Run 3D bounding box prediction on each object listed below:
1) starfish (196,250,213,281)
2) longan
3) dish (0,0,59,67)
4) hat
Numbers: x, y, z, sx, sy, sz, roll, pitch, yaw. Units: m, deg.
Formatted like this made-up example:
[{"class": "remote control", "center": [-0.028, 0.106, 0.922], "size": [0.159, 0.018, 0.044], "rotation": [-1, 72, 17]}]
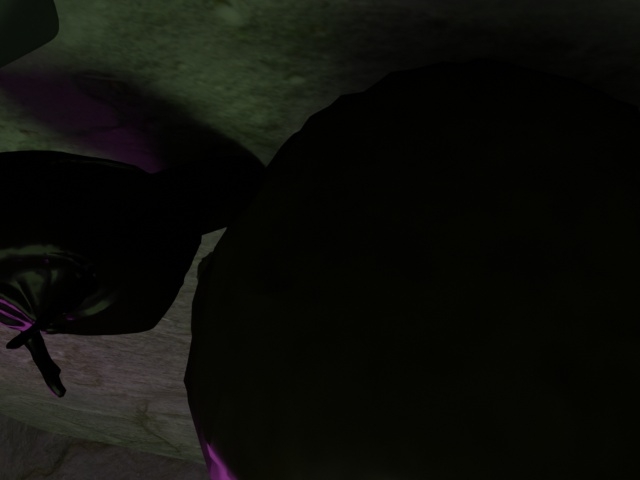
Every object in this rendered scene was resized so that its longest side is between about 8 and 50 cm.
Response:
[{"class": "starfish", "center": [0.000, -0.002, 0.879], "size": [0.238, 0.071, 0.216], "rotation": [-12, -168, -4]}, {"class": "longan", "center": [0.103, 0.077, 0.640], "size": [0.391, 0.391, 0.391], "rotation": [14, 159, 5]}, {"class": "dish", "center": [-0.302, -0.154, 0.612], "size": [0.243, 0.080, 0.182], "rotation": [8, 171, -9]}, {"class": "hat", "center": [-0.194, 0.032, 0.899], "size": [0.336, 0.209, 0.238], "rotation": [-1, 168, -33]}]
